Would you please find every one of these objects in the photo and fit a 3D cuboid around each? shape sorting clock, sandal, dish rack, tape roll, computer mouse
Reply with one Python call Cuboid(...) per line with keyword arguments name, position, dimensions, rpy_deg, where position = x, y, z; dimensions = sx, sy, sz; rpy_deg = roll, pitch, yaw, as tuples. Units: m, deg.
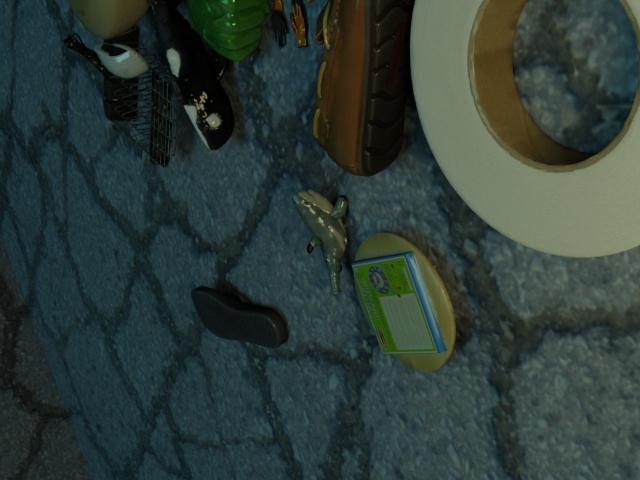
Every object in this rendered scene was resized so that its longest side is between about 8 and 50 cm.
Cuboid(name="shape sorting clock", position=(0.115, 0.085, 1.130), dimensions=(0.206, 0.040, 0.206), rpy_deg=(31, 132, 42))
Cuboid(name="sandal", position=(-0.149, 0.144, 1.524), dimensions=(0.254, 0.054, 0.097), rpy_deg=(16, 125, 40))
Cuboid(name="dish rack", position=(-0.340, -0.277, 1.574), dimensions=(0.271, 0.074, 0.208), rpy_deg=(40, 135, 35))
Cuboid(name="tape roll", position=(0.245, -0.178, 0.806), dimensions=(0.392, 0.072, 0.392), rpy_deg=(28, 126, 46))
Cuboid(name="computer mouse", position=(-0.387, -0.328, 1.478), dimensions=(0.193, 0.042, 0.106), rpy_deg=(19, 160, 44))

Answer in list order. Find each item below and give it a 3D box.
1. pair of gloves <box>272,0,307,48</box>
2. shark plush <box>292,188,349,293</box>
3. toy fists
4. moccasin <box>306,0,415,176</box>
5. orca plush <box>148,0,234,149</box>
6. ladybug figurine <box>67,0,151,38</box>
Cuboid(name="pair of gloves", position=(-0.048, -0.322, 1.198), dimensions=(0.083, 0.010, 0.074), rpy_deg=(17, 119, 51))
Cuboid(name="shark plush", position=(0.000, 0.000, 1.227), dimensions=(0.073, 0.067, 0.161), rpy_deg=(13, 115, 51))
Cuboid(name="toy fists", position=(-0.133, -0.408, 1.207), dimensions=(0.142, 0.096, 0.279), rpy_deg=(48, 141, 46))
Cuboid(name="moccasin", position=(0.051, -0.267, 0.992), dimensions=(0.147, 0.139, 0.380), rpy_deg=(34, 140, 31))
Cuboid(name="orca plush", position=(-0.194, -0.304, 1.375), dimensions=(0.151, 0.102, 0.287), rpy_deg=(38, -148, -69))
Cuboid(name="ladybug figurine", position=(-0.375, -0.579, 1.381), dimensions=(0.305, 0.162, 0.449), rpy_deg=(30, 133, 49))
